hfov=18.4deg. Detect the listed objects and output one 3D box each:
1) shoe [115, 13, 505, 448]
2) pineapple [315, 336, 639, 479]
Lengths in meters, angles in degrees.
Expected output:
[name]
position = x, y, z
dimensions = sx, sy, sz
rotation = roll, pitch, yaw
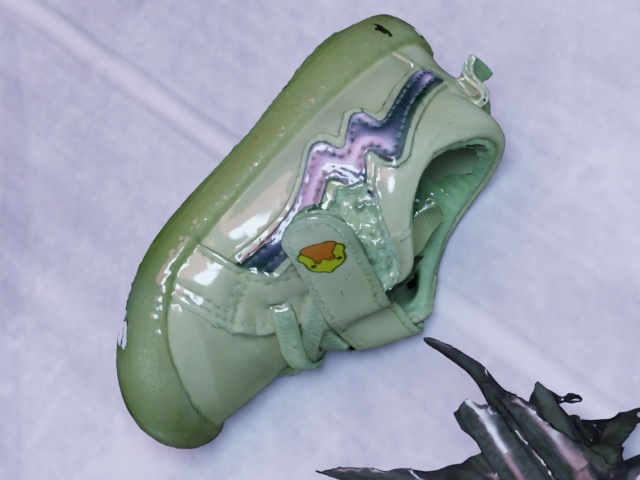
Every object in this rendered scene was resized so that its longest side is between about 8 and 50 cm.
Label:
[shoe]
position = -0.006, -0.003, 1.033
dimensions = 0.128, 0.140, 0.262
rotation = 24, 73, 37
[pineapple]
position = 0.166, 0.165, 0.872
dimensions = 0.165, 0.165, 0.364
rotation = -46, 54, -2
